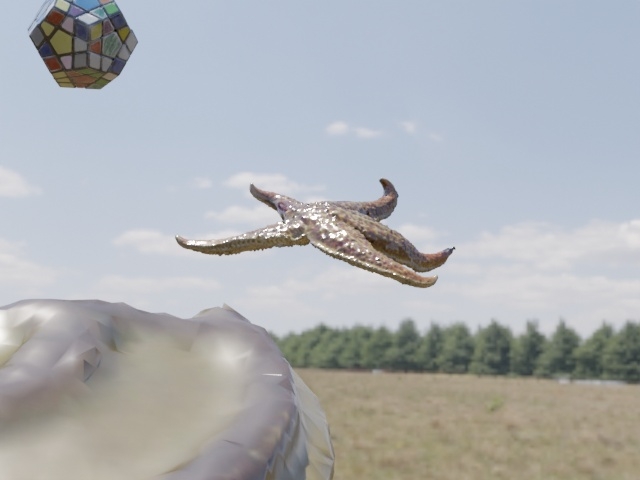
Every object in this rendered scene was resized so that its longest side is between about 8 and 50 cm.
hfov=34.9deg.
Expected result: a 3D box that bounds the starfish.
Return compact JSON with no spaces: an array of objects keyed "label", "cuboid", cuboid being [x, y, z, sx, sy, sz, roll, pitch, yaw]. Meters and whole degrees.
[{"label":"starfish","cuboid":[0.002,-0.008,0.853,0.238,0.057,0.213,0,21,-23]}]

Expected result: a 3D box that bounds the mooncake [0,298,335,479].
[{"label":"mooncake","cuboid":[-0.196,0.147,0.431,0.393,0.246,0.394,14,16,43]}]

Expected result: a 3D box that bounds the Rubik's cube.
[{"label":"Rubik's cube","cuboid":[-0.239,-0.205,1.023,0.093,0.111,0.111,34,-23,-26]}]
